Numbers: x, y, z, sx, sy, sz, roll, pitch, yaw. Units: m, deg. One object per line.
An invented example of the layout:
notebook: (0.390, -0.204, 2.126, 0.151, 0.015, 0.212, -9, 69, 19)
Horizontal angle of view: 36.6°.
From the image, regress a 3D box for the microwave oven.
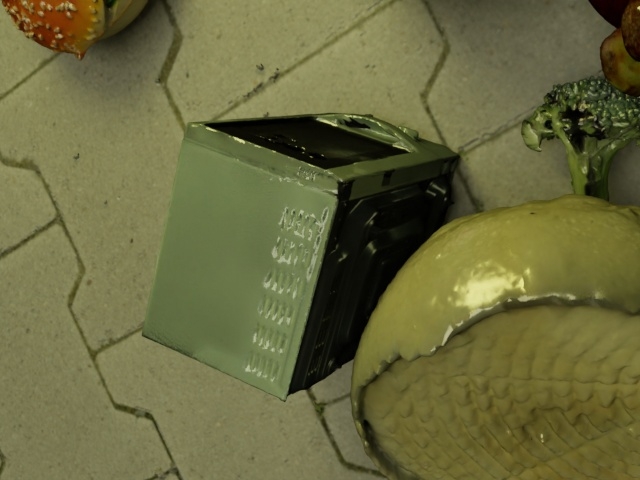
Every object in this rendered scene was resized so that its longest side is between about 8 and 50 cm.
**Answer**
microwave oven: (0.000, 0.000, 0.945, 0.181, 0.295, 0.237, 20, 107, 22)

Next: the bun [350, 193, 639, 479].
bun: (0.209, 0.098, 0.876, 0.364, 0.202, 0.364, 3, 136, 3)

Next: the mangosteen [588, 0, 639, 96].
mangosteen: (0.308, -0.221, 0.795, 0.215, 0.215, 0.258, 13, 100, 24)

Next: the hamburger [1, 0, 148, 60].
hamburger: (-0.294, -0.332, 1.123, 0.237, 0.147, 0.237, 5, 100, 29)

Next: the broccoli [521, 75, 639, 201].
broccoli: (0.264, -0.058, 0.924, 0.122, 0.118, 0.204, -7, 114, -2)
